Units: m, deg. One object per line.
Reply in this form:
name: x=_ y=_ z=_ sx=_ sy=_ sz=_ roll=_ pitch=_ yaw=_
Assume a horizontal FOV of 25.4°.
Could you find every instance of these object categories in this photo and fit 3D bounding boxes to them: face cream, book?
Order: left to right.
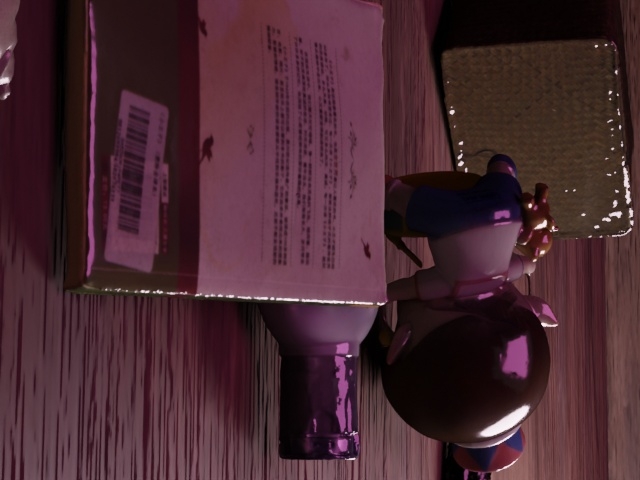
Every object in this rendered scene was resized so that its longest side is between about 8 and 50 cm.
book: x=-0.041 y=-0.064 z=0.797 sx=0.289 sy=0.026 sz=0.201 roll=9 pitch=78 yaw=-57
face cream: x=0.000 y=0.000 z=0.949 sx=0.144 sy=0.071 sz=0.291 roll=13 pitch=75 yaw=-66

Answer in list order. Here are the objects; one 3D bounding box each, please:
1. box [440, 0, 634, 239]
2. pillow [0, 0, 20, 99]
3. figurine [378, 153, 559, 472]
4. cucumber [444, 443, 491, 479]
box: x=0.236 y=-0.142 z=1.522 sx=0.143 sy=0.184 sz=0.273 roll=-78 pitch=159 yaw=-46
pillow: x=-0.155 y=-0.142 z=0.480 sx=0.134 sy=0.078 sz=0.181 roll=-3 pitch=95 yaw=-69
figurine: x=0.117 y=0.069 z=1.196 sx=0.158 sy=0.161 sz=0.275 roll=-151 pitch=-124 yaw=-68
cucumber: x=0.149 y=0.238 z=1.432 sx=0.053 sy=0.053 sz=0.181 roll=44 pitch=49 yaw=-65
